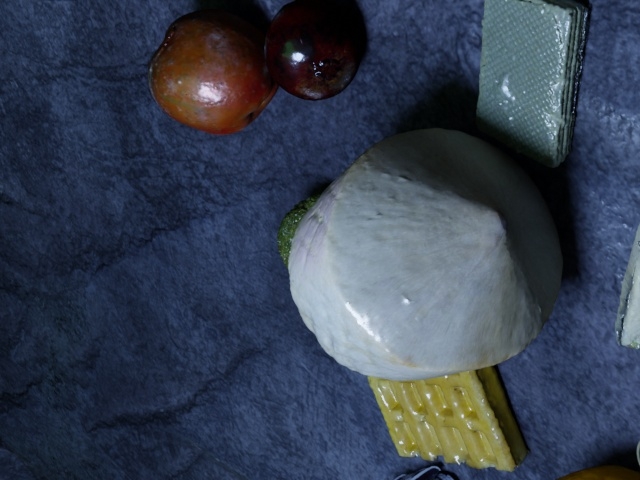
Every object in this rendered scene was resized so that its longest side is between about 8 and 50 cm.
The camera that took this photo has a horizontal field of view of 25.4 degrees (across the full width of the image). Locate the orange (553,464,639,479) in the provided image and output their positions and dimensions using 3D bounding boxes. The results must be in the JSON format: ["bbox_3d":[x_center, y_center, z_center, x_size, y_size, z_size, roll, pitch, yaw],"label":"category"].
[{"bbox_3d":[0.340,0.365,1.674,0.219,0.193,0.219,13,136,13],"label":"orange"}]

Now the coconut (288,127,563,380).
[{"bbox_3d":[0.128,0.021,1.608,0.329,0.329,0.329,33,140,34],"label":"coconut"}]

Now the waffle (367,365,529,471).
[{"bbox_3d":[0.155,0.200,1.926,0.248,0.055,0.221,-3,114,55],"label":"waffle"}]

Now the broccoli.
[{"bbox_3d":[0.000,0.000,1.927,0.120,0.131,0.130,21,132,-11],"label":"broccoli"}]

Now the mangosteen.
[{"bbox_3d":[-0.014,-0.241,1.745,0.140,0.140,0.140,33,140,34],"label":"mangosteen"}]

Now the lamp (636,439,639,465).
[{"bbox_3d":[0.410,0.172,1.411,0.121,0.215,0.121,31,137,34],"label":"lamp"}]

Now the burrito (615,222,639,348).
[{"bbox_3d":[0.353,0.048,1.551,0.045,0.041,0.185,5,131,2],"label":"burrito"}]

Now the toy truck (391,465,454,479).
[{"bbox_3d":[0.165,0.467,2.068,0.268,0.124,0.155,60,153,-5],"label":"toy truck"}]

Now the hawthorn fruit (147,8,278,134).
[{"bbox_3d":[-0.135,-0.222,1.876,0.173,0.173,0.173,33,140,34],"label":"hawthorn fruit"}]

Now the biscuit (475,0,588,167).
[{"bbox_3d":[0.224,-0.184,1.533,0.121,0.040,0.199,34,141,36],"label":"biscuit"}]
